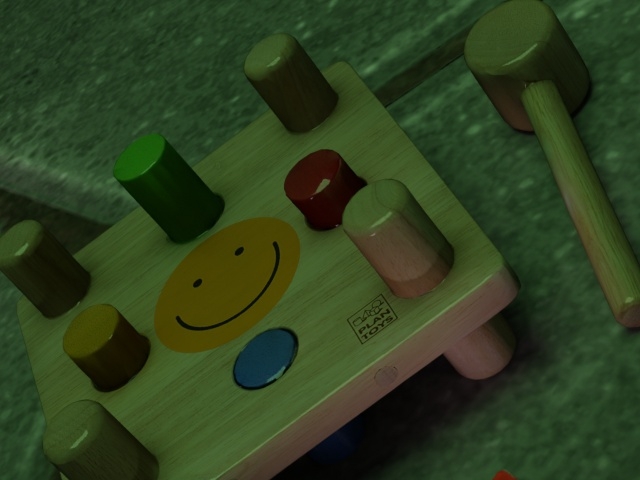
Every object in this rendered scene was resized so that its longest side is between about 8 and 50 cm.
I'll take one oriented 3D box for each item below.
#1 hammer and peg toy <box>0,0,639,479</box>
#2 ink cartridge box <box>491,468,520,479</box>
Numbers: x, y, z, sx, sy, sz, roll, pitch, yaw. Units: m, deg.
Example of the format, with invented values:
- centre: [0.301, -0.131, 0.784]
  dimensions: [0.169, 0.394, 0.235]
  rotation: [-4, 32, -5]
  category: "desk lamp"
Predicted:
- centre: [0.000, 0.000, 0.834]
  dimensions: [0.361, 0.127, 0.266]
  rotation: [-36, 35, 4]
  category: "hammer and peg toy"
- centre: [0.063, 0.165, 0.641]
  dimensions: [0.145, 0.045, 0.179]
  rotation: [-47, 27, -7]
  category: "ink cartridge box"
